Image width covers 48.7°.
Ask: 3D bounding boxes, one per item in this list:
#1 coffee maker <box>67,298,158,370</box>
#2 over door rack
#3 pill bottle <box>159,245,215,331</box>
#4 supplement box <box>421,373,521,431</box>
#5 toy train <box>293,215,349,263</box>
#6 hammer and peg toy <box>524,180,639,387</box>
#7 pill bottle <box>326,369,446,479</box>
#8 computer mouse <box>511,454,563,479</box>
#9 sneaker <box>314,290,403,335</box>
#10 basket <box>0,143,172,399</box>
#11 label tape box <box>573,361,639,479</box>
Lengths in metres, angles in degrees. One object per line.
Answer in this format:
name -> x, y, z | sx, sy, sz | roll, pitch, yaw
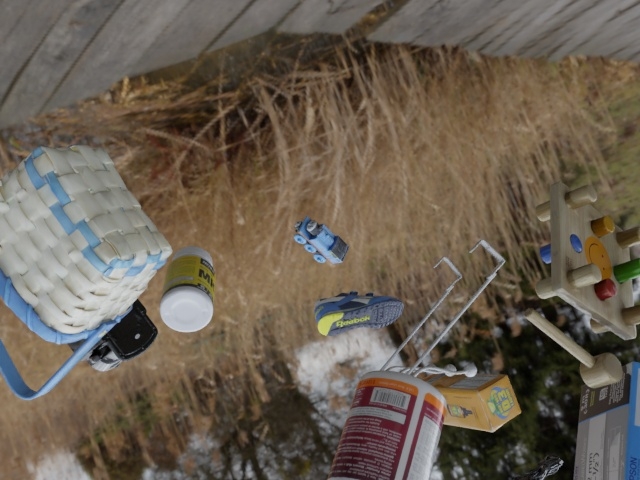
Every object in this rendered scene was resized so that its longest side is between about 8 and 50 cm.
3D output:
coffee maker -> -0.412, 0.159, 1.361 | 0.120, 0.171, 0.178 | -10, 170, -38
over door rack -> 0.216, 0.171, 1.264 | 0.324, 0.108, 0.239 | -59, -178, -13
pill bottle -> -0.304, 0.106, 1.641 | 0.119, 0.119, 0.208 | -21, -150, 6
supplement box -> 0.261, 0.294, 1.308 | 0.080, 0.078, 0.233 | -21, -179, -23
toy train -> 0.000, 0.000, 2.198 | 0.105, 0.184, 0.080 | -11, -137, 45
hammer and peg toy -> 0.531, 0.082, 1.376 | 0.266, 0.361, 0.127 | 31, 143, -28
pill bottle -> 0.075, 0.284, 0.878 | 0.121, 0.121, 0.221 | -26, -145, 52
computer mouse -> 0.503, 0.655, 1.846 | 0.189, 0.072, 0.272 | 1, 129, -54
sneaker -> 0.057, 0.102, 1.074 | 0.144, 0.053, 0.059 | -4, -148, -21
basket -> -0.352, 0.036, 0.911 | 0.289, 0.254, 0.201 | -36, 174, 15
label tape box -> 0.603, 0.420, 1.463 | 0.115, 0.249, 0.347 | 16, 156, -1
